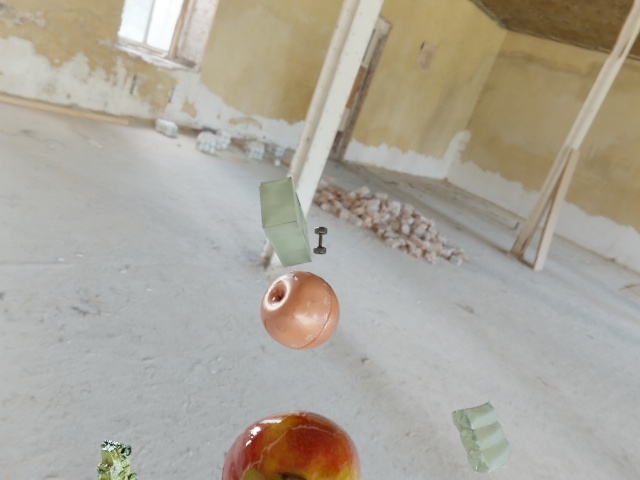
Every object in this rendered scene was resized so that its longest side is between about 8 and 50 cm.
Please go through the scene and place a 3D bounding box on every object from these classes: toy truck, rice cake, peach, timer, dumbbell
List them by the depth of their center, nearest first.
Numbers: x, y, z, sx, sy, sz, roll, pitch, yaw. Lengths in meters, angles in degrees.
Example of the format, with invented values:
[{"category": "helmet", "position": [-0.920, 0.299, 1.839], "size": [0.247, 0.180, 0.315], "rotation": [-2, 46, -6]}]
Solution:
[{"category": "rice cake", "position": [0.330, 0.390, 0.997], "size": [0.237, 0.043, 0.127], "rotation": [20, 48, -58]}, {"category": "peach", "position": [-0.072, 0.588, 1.250], "size": [0.369, 0.371, 0.370], "rotation": [19, 17, -6]}, {"category": "timer", "position": [-0.061, 0.206, 1.483], "size": [0.215, 0.230, 0.229], "rotation": [39, 1, -42]}, {"category": "dumbbell", "position": [0.000, 0.000, 1.485], "size": [0.035, 0.084, 0.040], "rotation": [8, -8, -33]}, {"category": "toy truck", "position": [-0.817, 0.932, 1.977], "size": [0.128, 0.260, 0.135], "rotation": [0, 8, 24]}]

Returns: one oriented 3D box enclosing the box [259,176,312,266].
[{"category": "box", "position": [-0.086, -0.041, 1.278], "size": [0.085, 0.225, 0.130], "rotation": [-11, 61, 4]}]
